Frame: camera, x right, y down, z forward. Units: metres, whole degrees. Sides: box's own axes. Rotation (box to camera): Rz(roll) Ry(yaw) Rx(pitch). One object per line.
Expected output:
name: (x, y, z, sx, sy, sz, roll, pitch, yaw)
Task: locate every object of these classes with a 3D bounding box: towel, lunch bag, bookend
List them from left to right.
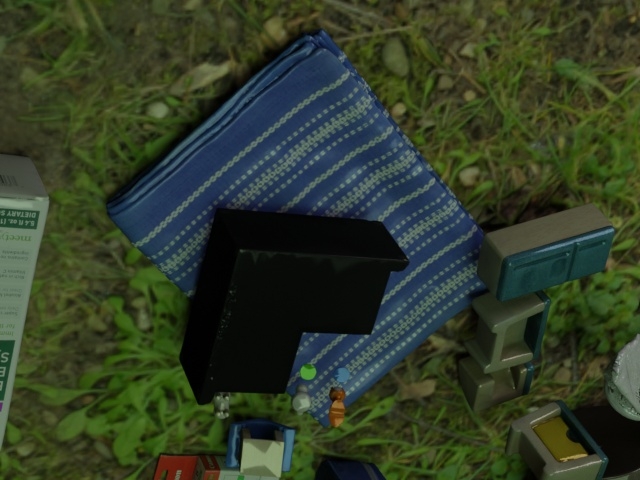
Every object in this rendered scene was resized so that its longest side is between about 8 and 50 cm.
bookend: (-0.025, 0.060, 1.250, 0.157, 0.072, 0.156, 3, 119, -23)
towel: (0.000, 0.000, 1.284, 0.243, 0.040, 0.336, -41, 123, 3)
lunch bag: (0.029, 0.268, 1.415, 0.065, 0.067, 0.098, 9, 113, -25)

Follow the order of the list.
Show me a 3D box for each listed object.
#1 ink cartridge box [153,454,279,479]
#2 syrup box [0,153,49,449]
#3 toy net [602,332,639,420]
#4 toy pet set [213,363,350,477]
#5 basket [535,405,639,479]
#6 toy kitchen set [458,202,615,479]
ink cartridge box: (-0.101, 0.237, 1.370, 0.115, 0.029, 0.062, 6, 113, -25)
syrup box: (-0.291, 0.051, 1.162, 0.093, 0.096, 0.236, 5, 112, -24)
toy net: (0.331, 0.157, 1.421, 0.232, 0.045, 0.122, 14, 75, -48)
toy pet set: (-0.042, 0.160, 1.337, 0.122, 0.065, 0.114, 6, 99, -6)
basket: (0.300, 0.298, 1.493, 0.204, 0.154, 0.226, -19, 117, -17)
toy kitchen set: (0.229, 0.105, 1.333, 0.122, 0.166, 0.207, -17, 137, -22)
